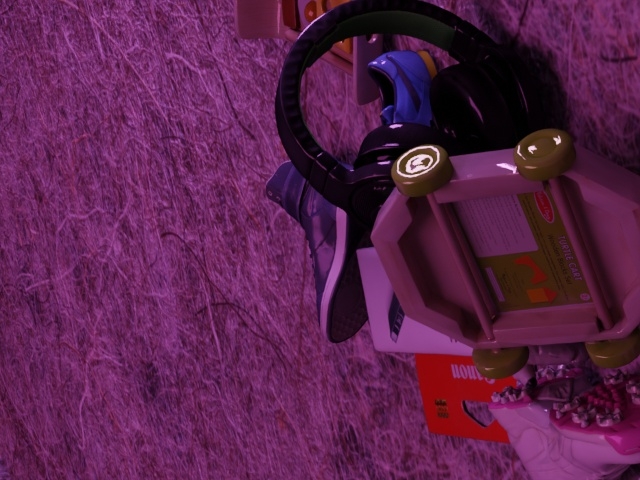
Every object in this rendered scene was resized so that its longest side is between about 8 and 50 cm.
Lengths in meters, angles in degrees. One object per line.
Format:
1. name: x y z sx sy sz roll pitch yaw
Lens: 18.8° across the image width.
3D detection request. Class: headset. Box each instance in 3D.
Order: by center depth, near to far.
1. headset: 0.130 -0.075 1.969 0.394 0.243 0.185 40 154 14

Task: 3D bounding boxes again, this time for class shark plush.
1. shark plush: 0.203 0.108 2.008 0.161 0.067 0.073 2 102 53

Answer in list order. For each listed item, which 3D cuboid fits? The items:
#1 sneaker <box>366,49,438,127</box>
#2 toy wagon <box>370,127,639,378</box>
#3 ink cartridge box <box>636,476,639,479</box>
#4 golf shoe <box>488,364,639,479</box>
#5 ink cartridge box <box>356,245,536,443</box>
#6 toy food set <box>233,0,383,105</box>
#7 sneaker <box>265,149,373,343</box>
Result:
1. sneaker: 0.107 -0.110 2.145 0.069 0.082 0.209 -31 76 61
2. toy wagon: 0.227 0.010 1.813 0.068 0.344 0.267 -72 -34 -44
3. ink cartridge box: 0.381 0.277 1.843 0.179 0.045 0.145 46 144 17
4. golf shoe: 0.276 0.205 1.930 0.140 0.115 0.306 70 166 -7
5. ink cartridge box: 0.146 0.118 2.198 0.275 0.060 0.239 -3 98 64
6. toy food set: -0.022 -0.306 2.295 0.306 0.092 0.219 37 133 54
7. sneaker: 0.002 -0.001 2.380 0.163 0.086 0.226 28 117 44
